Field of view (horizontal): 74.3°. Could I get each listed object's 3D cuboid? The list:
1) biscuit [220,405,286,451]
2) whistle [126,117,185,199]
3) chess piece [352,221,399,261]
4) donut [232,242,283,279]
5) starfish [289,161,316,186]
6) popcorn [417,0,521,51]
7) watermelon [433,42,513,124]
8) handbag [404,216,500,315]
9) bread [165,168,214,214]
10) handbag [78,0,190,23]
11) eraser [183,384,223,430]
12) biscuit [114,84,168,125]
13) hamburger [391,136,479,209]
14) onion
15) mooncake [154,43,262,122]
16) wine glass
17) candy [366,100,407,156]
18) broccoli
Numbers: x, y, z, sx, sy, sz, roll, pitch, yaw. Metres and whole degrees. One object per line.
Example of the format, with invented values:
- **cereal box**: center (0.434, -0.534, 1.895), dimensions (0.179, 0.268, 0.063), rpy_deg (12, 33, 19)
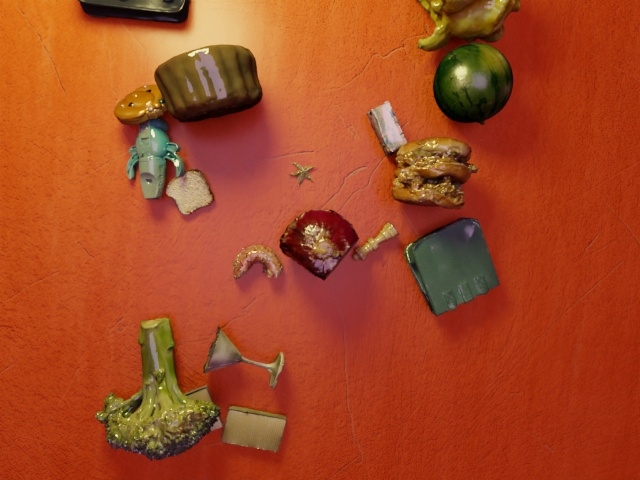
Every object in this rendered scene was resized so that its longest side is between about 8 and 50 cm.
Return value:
- **biscuit**: center (-0.223, 0.630, 1.416), dimensions (0.199, 0.040, 0.121), rpy_deg (14, 95, -7)
- **whistle**: center (-0.508, -0.261, 1.281), dimensions (0.186, 0.093, 0.274), rpy_deg (0, 89, 13)
- **chess piece**: center (0.180, 0.011, 1.417), dimensions (0.172, 0.060, 0.060), rpy_deg (-37, 98, -1)
- **donut**: center (-0.205, 0.067, 1.366), dimensions (0.166, 0.065, 0.117), rpy_deg (-8, 96, -8)
- **starfish**: center (-0.059, -0.227, 1.389), dimensions (0.086, 0.016, 0.092), rpy_deg (-43, 95, -4)
- **popcorn**: center (0.433, -0.725, 1.302), dimensions (0.290, 0.321, 0.326), rpy_deg (18, 109, -25)
- **watermelon**: center (0.475, -0.489, 1.326), dimensions (0.242, 0.242, 0.242), rpy_deg (-1, 94, -7)
- **handbag**: center (0.440, 0.084, 1.436), dimensions (0.268, 0.100, 0.274), rpy_deg (-27, 98, -8)
- **bread**: center (-0.412, -0.153, 1.336), dimensions (0.129, 0.044, 0.126), rpy_deg (-30, 104, -7)
- **handbag**: center (-0.553, -0.802, 1.237), dimensions (0.325, 0.118, 0.269), rpy_deg (1, 93, -9)
- **eraser**: center (-0.396, 0.566, 1.397), dimensions (0.103, 0.023, 0.150), rpy_deg (-21, 97, -5)
- **biscuit**: center (-0.523, -0.406, 1.245), dimensions (0.170, 0.170, 0.050), rpy_deg (-25, 140, -5)
- **hamburger**: center (0.360, -0.201, 1.335), dimensions (0.260, 0.245, 0.211), rpy_deg (5, 89, 23)
- **onion**: center (-0.004, -0.004, 1.316), dimensions (0.207, 0.216, 0.206), rpy_deg (36, 86, -1)
- **mooncake**: center (-0.311, -0.438, 1.209), dimensions (0.290, 0.290, 0.161), rpy_deg (-17, 104, -6)
- **wine glass**: center (-0.240, 0.382, 1.348), dimensions (0.232, 0.156, 0.156), rpy_deg (20, 91, -13)
- **candy**: center (0.216, -0.360, 1.375), dimensions (0.073, 0.092, 0.160), rpy_deg (-26, 95, -3)
- **broccoli**: center (-0.467, 0.465, 1.291), dimensions (0.353, 0.275, 0.397), rpy_deg (26, 77, -6)
